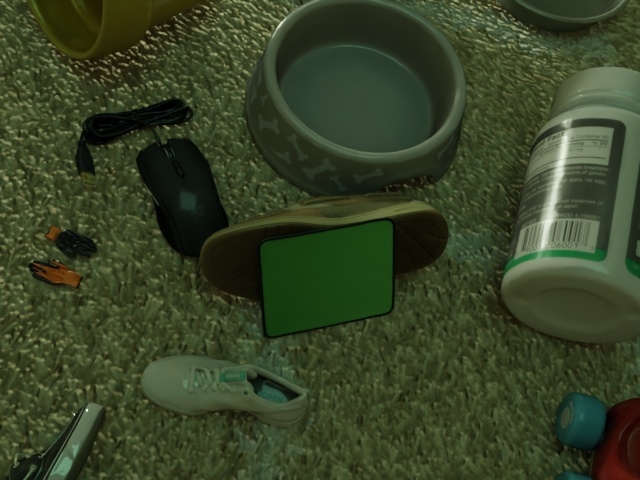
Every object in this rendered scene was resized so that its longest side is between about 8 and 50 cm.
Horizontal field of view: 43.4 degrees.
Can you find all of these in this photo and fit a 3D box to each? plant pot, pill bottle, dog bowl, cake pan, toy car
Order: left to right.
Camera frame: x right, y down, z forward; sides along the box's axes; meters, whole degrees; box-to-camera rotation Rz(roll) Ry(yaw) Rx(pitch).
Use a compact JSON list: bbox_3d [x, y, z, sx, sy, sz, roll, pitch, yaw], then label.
[{"bbox_3d":[-0.282,-0.414,1.183,0.239,0.254,0.254,-25,70,-37],"label":"plant pot"},{"bbox_3d":[0.061,-0.225,1.222,0.348,0.102,0.349,4,63,-8],"label":"dog bowl"},{"bbox_3d":[0.416,-0.490,1.443,0.293,0.054,0.293,4,63,-9],"label":"cake pan"},{"bbox_3d":[0.388,-0.056,1.140,0.204,0.204,0.361,20,63,0],"label":"pill bottle"},{"bbox_3d":[0.428,0.272,0.968,0.219,0.238,0.210,17,62,-2],"label":"toy car"}]

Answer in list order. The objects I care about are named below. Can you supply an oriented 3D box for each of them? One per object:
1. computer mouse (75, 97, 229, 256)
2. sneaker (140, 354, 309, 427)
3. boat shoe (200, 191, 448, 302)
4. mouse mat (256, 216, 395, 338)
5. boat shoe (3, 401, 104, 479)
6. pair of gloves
[{"bbox_3d":[-0.239,-0.092,1.122,0.184,0.060,0.262,-13,67,-17],"label":"computer mouse"},{"bbox_3d":[-0.116,0.176,0.995,0.212,0.094,0.080,9,64,-6],"label":"sneaker"},{"bbox_3d":[0.000,0.000,1.105,0.340,0.122,0.110,-6,29,-16],"label":"boat shoe"},{"bbox_3d":[0.011,0.050,1.064,0.189,0.153,0.007,-10,29,-16],"label":"mouse mat"},{"bbox_3d":[-0.326,0.276,0.917,0.070,0.078,0.219,27,64,2],"label":"boat shoe"},{"bbox_3d":[-0.344,0.023,1.075,0.074,0.010,0.083,19,60,1],"label":"pair of gloves"}]
